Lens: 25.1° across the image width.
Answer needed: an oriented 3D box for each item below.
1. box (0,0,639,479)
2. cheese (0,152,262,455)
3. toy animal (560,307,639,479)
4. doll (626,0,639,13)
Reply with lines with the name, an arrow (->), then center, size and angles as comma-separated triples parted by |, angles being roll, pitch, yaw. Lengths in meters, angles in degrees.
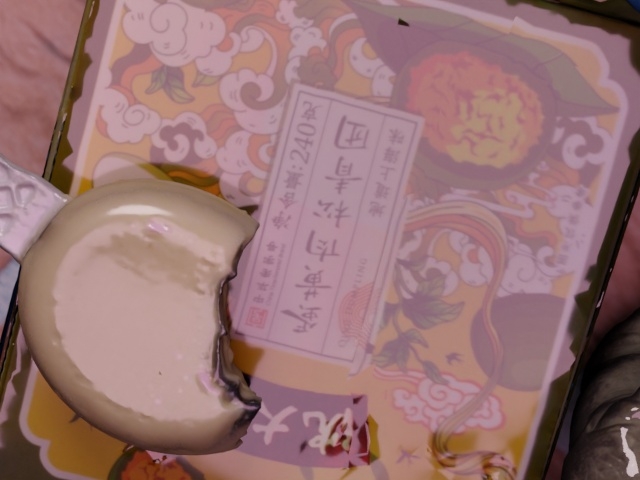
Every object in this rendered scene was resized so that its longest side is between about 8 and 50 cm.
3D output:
box -> 0.000, 0.000, 0.974 | 0.372, 0.138, 0.420 | 15, 99, -5
cheese -> -0.146, 0.031, 0.869 | 0.248, 0.071, 0.163 | 17, 99, -4
toy animal -> 0.202, 0.156, 0.915 | 0.106, 0.343, 0.168 | 35, 137, 0
doll -> 0.262, -0.264, 0.865 | 0.240, 0.310, 0.284 | -18, 125, 35
